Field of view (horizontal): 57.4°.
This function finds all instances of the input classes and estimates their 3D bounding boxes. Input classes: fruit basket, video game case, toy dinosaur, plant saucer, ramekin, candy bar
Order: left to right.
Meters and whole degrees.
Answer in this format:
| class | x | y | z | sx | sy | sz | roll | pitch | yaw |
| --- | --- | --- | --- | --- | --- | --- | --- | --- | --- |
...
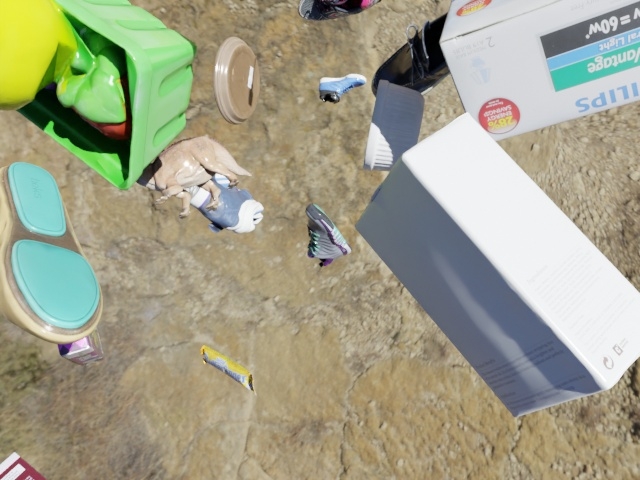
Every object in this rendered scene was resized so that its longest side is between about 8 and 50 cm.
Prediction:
| class | x | y | z | sx | sy | sz | roll | pitch | yaw |
| --- | --- | --- | --- | --- | --- | --- | --- | --- | --- |
| fruit basket | -0.413 | -0.256 | 0.850 | 0.392 | 0.392 | 0.283 | 34 | 133 | 12 |
| video game case | -0.365 | 0.059 | 0.841 | 0.041 | 0.210 | 0.232 | -15 | 79 | -18 |
| toy dinosaur | -0.284 | -0.163 | 1.205 | 0.201 | 0.295 | 0.127 | 65 | 153 | 15 |
| candy bar | -0.158 | 0.219 | 1.000 | 0.161 | 0.018 | 0.040 | 16 | 124 | 45 |
| plant saucer | -0.265 | -0.518 | 1.905 | 0.041 | 0.278 | 0.278 | 6 | 103 | 19 |
| ramekin | 0.168 | -0.254 | 1.335 | 0.108 | 0.207 | 0.207 | 11 | 105 | 3 |

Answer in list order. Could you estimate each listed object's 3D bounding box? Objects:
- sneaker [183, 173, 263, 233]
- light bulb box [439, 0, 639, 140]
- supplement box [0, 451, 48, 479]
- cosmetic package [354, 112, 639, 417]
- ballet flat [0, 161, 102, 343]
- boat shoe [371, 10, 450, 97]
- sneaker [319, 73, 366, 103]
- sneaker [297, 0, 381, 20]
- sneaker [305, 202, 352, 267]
| class | x | y | z | sx | sy | sz | roll | pitch | yaw |
| --- | --- | --- | --- | --- | --- | --- | --- | --- | --- |
| sneaker | -0.286 | -0.132 | 1.780 | 0.236 | 0.323 | 0.130 | 34 | 107 | -25 |
| light bulb box | 0.440 | -0.406 | 1.092 | 0.357 | 0.361 | 0.225 | -13 | 125 | 29 |
| supplement box | -0.412 | 0.442 | 0.848 | 0.239 | 0.130 | 0.073 | 38 | 127 | 4 |
| cosmetic package | 0.245 | 0.040 | 0.836 | 0.385 | 0.156 | 0.217 | 53 | 152 | 10 |
| ballet flat | -0.238 | 0.021 | 0.488 | 0.073 | 0.080 | 0.232 | -53 | 43 | 17 |
| boat shoe | 0.317 | -0.540 | 1.666 | 0.500 | 0.155 | 0.187 | -15 | 74 | 47 |
| sneaker | 0.068 | -0.470 | 1.834 | 0.152 | 0.058 | 0.085 | -1 | 71 | 12 |
| sneaker | 0.044 | -0.706 | 1.701 | 0.299 | 0.112 | 0.121 | 1 | 129 | 42 |
| sneaker | 0.000 | 0.000 | 1.396 | 0.098 | 0.224 | 0.083 | -39 | 54 | 1 |
